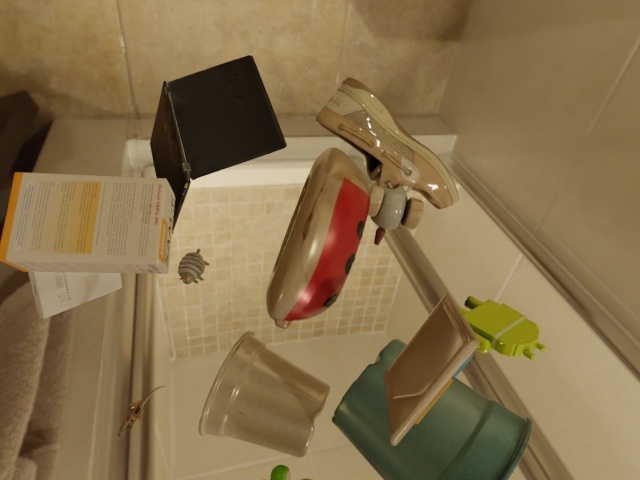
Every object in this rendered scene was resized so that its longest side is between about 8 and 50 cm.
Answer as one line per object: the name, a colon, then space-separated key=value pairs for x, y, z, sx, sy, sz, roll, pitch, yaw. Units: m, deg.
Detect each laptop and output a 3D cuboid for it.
laptop: x=-0.331 y=-0.286 z=1.315 sx=0.236 sy=0.382 sz=0.408 roll=-1 pitch=147 yaw=-32

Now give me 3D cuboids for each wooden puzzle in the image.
wooden puzzle: x=0.191 y=0.219 z=0.785 sx=0.044 sy=0.239 sz=0.221 roll=33 pitch=104 yaw=0

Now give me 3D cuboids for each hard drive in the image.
hard drive: x=-0.859 y=0.123 z=1.567 sx=0.040 sy=0.307 sz=0.203 roll=4 pitch=105 yaw=26

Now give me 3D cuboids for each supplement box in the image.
supplement box: x=-0.155 y=-0.010 z=0.305 sx=0.098 sy=0.062 sz=0.036 roll=2 pitch=163 yaw=-8

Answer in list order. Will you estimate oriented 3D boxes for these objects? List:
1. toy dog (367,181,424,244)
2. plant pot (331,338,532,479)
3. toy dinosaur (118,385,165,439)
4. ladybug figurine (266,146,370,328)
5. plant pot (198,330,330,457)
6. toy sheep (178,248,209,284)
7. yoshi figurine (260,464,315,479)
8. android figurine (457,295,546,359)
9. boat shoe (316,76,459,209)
toy dog: x=0.188 y=-0.102 z=1.271 sx=0.220 sy=0.333 sz=0.161 roll=29 pitch=117 yaw=11
plant pot: x=0.228 y=0.425 z=1.007 sx=0.341 sy=0.334 sz=0.341 roll=-43 pitch=158 yaw=-23
toy dinosaur: x=-0.619 y=0.565 z=1.498 sx=0.064 sy=0.211 sz=0.112 roll=43 pitch=153 yaw=-7
ladybug figurine: x=0.000 y=0.000 z=1.063 sx=0.162 sy=0.305 sz=0.449 roll=21 pitch=82 yaw=-8
plant pot: x=-0.147 y=0.489 z=1.338 sx=0.305 sy=0.334 sz=0.334 roll=22 pitch=127 yaw=8
toy sheep: x=-0.411 y=0.083 z=1.423 sx=0.091 sy=0.132 sz=0.091 roll=6 pitch=142 yaw=5
yoshi figurine: x=-0.061 y=0.729 z=1.081 sx=0.203 sy=0.362 sz=0.203 roll=-41 pitch=114 yaw=20
android figurine: x=0.535 y=0.263 z=1.335 sx=0.248 sy=0.273 sz=0.056 roll=-19 pitch=125 yaw=-36
boat shoe: x=0.134 y=-0.159 z=0.863 sx=0.341 sy=0.121 sz=0.110 roll=39 pitch=92 yaw=-23
